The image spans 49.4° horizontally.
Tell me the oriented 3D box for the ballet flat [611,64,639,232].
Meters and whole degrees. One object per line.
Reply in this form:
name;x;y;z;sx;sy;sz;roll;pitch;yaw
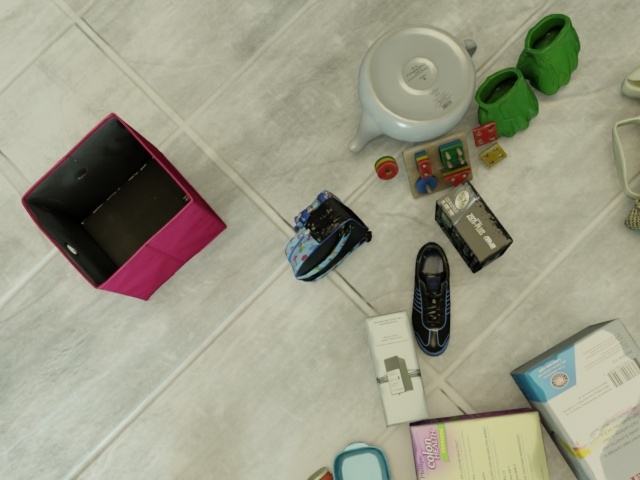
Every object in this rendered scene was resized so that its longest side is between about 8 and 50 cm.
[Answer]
ballet flat;0.687;-0.244;1.397;0.182;0.164;0.482;7;83;24

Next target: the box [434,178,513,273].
box;0.300;-0.023;1.382;0.077;0.180;0.147;-34;77;2

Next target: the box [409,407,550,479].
box;0.305;0.444;1.330;0.243;0.117;0.213;-9;79;5

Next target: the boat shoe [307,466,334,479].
boat shoe;-0.030;0.512;1.395;0.137;0.049;0.043;-36;95;-8

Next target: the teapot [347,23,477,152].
teapot;0.195;-0.311;1.444;0.256;0.187;0.252;5;79;1

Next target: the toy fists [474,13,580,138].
toy fists;0.431;-0.332;1.445;0.279;0.142;0.096;-48;47;-3

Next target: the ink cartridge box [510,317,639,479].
ink cartridge box;0.519;0.314;1.285;0.198;0.197;0.270;-30;77;1

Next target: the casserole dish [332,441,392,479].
casserole dish;0.089;0.497;1.389;0.114;0.037;0.188;-12;79;5

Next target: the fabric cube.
fabric cube;-0.393;-0.056;1.437;0.259;0.258;0.254;-43;79;-2

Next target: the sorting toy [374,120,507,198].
sorting toy;0.256;-0.147;1.433;0.275;0.132;0.046;-18;45;3

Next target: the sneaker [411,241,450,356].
sneaker;0.224;0.118;1.412;0.081;0.090;0.232;-3;79;6

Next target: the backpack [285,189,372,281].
backpack;0.000;0.000;1.436;0.173;0.158;0.117;-45;69;10

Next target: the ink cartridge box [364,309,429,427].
ink cartridge box;0.150;0.251;1.367;0.087;0.153;0.208;-11;80;4
